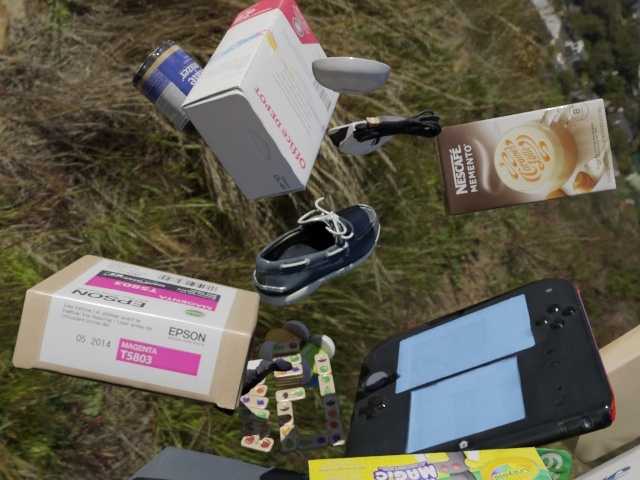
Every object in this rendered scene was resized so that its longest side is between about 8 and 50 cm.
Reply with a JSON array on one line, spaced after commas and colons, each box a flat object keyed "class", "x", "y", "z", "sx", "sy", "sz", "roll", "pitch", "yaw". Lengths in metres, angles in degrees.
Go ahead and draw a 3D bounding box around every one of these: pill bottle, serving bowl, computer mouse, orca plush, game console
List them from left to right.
[{"class": "pill bottle", "x": -0.261, "y": -0.286, "z": 1.302, "sx": 0.219, "sy": 0.123, "sz": 0.123, "roll": 42, "pitch": 48, "yaw": -10}, {"class": "orca plush", "x": -0.171, "y": 0.273, "z": 1.202, "sx": 0.102, "sy": 0.287, "sz": 0.151, "roll": 64, "pitch": 26, "yaw": -16}, {"class": "serving bowl", "x": 0.031, "y": -0.170, "z": 0.674, "sx": 0.083, "sy": 0.083, "sz": 0.027, "roll": -1, "pitch": 97, "yaw": -49}, {"class": "computer mouse", "x": 0.068, "y": -0.136, "z": 0.838, "sx": 0.106, "sy": 0.193, "sz": 0.042, "roll": -11, "pitch": 97, "yaw": -17}, {"class": "game console", "x": 0.219, "y": 0.206, "z": 0.965, "sx": 0.060, "sy": 0.386, "sz": 0.342, "roll": 59, "pitch": 23, "yaw": -14}]

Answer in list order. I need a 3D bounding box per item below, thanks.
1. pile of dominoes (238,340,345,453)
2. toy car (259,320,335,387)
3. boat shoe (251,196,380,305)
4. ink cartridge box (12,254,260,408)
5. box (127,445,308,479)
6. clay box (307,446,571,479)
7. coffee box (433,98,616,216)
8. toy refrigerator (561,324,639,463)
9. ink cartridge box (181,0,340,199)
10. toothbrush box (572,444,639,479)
[{"class": "pile of dominoes", "x": -0.067, "y": 0.301, "z": 1.257, "sx": 0.251, "sy": 0.196, "sz": 0.040, "roll": -104, "pitch": -172, "yaw": -55}, {"class": "toy car", "x": -0.063, "y": 0.302, "z": 1.612, "sx": 0.159, "sy": 0.182, "sz": 0.136, "roll": -35, "pitch": 144, "yaw": -51}, {"class": "boat shoe", "x": 0.000, "y": 0.000, "z": 0.922, "sx": 0.254, "sy": 0.095, "sz": 0.079, "roll": -29, "pitch": 135, "yaw": -36}, {"class": "ink cartridge box", "x": -0.193, "y": 0.097, "z": 0.738, "sx": 0.234, "sy": 0.193, "sz": 0.088, "roll": 13, "pitch": 97, "yaw": -6}, {"class": "box", "x": -0.202, "y": 0.613, "z": 1.140, "sx": 0.212, "sy": 0.293, "sz": 0.395, "roll": -17, "pitch": 115, "yaw": -78}, {"class": "clay box", "x": 0.101, "y": 0.240, "z": 0.529, "sx": 0.053, "sy": 0.222, "sz": 0.127, "roll": -100, "pitch": -172, "yaw": -66}, {"class": "coffee box", "x": 0.310, "y": -0.124, "z": 1.001, "sx": 0.098, "sy": 0.246, "sz": 0.141, "roll": -31, "pitch": 111, "yaw": -82}, {"class": "toy refrigerator", "x": 0.437, "y": 0.191, "z": 0.879, "sx": 0.102, "sy": 0.269, "sz": 0.094, "roll": 45, "pitch": 37, "yaw": 4}, {"class": "ink cartridge box", "x": -0.090, "y": -0.260, "z": 1.149, "sx": 0.226, "sy": 0.131, "sz": 0.306, "roll": 56, "pitch": 38, "yaw": -36}, {"class": "toothbrush box", "x": 0.211, "y": 0.245, "z": 0.288, "sx": 0.122, "sy": 0.206, "sz": 0.283, "roll": -6, "pitch": 57, "yaw": -57}]
